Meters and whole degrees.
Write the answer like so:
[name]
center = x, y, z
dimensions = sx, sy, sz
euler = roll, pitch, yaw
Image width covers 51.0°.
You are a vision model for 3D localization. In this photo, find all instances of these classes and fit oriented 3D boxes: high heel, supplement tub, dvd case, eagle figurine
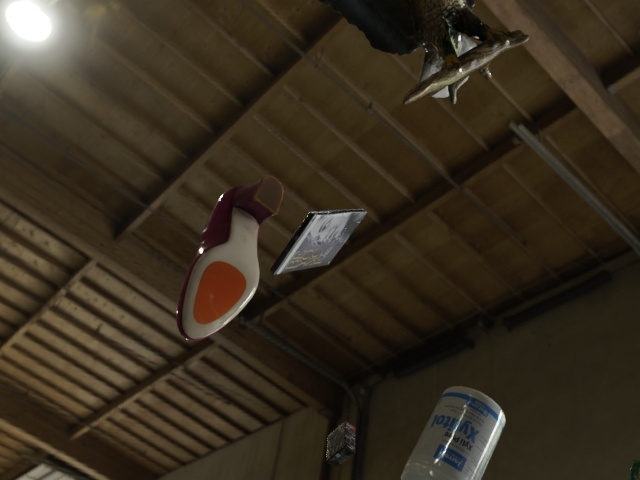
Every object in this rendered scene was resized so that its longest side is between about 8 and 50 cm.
[high heel]
center = -0.193, 0.042, 1.261
dimensions = 0.127, 0.377, 0.181
euler = 45, -41, -20
[supplement tub]
center = 0.133, 0.206, 0.667
dimensions = 0.071, 0.107, 0.071
euler = 24, -36, 18
[dvd case]
center = 0.000, 0.000, 1.452
dimensions = 0.018, 0.221, 0.164
euler = 46, -65, 22
[eagle figurine]
center = 0.138, -0.346, 0.895
dimensions = 0.225, 0.226, 0.298
euler = -42, -106, 36

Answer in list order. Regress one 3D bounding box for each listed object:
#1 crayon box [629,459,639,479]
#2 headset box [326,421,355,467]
[crayon box]
center = 0.266, 0.279, 0.380
dimensions = 0.165, 0.278, 0.081
euler = -3, -44, 29
[headset box]
center = 0.045, 0.440, 1.460
dimensions = 0.032, 0.083, 0.062
euler = 37, -66, -15
